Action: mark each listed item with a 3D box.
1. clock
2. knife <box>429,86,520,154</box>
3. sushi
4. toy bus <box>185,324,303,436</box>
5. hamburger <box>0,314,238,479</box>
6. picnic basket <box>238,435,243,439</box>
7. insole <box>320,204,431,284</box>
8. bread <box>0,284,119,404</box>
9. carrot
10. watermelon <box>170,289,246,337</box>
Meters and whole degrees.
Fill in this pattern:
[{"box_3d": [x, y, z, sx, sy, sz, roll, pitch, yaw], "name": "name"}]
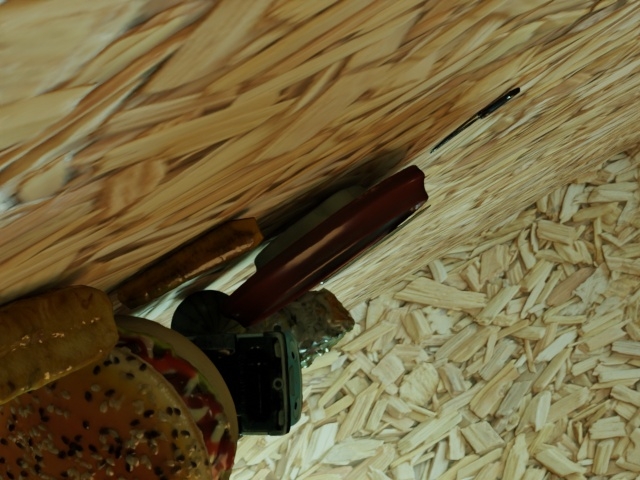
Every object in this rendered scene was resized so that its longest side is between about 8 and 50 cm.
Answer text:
[{"box_3d": [0.000, 0.000, 1.352, 0.318, 0.080, 0.318, -35, 175, -4], "name": "clock"}, {"box_3d": [0.202, -0.156, 1.392, 0.023, 0.010, 0.170, -24, 171, -46], "name": "knife"}, {"box_3d": [-0.064, 0.203, 2.162, 0.274, 0.139, 0.184, -44, 164, 34], "name": "sushi"}, {"box_3d": [-0.148, 0.177, 1.305, 0.271, 0.133, 0.165, -4, 176, 17], "name": "toy bus"}, {"box_3d": [-0.235, 0.219, 1.144, 0.300, 0.300, 0.176, -34, -176, 23], "name": "hamburger"}, {"box_3d": [-0.206, 0.304, 2.031, 0.165, 0.139, 0.266, -34, -172, -22], "name": "picnic basket"}, {"box_3d": [0.076, 0.006, 1.438, 0.188, 0.004, 0.064, -36, 174, 9], "name": "insole"}, {"box_3d": [-0.285, 0.106, 0.940, 0.114, 0.083, 0.211, -31, 174, 42], "name": "bread"}, {"box_3d": [-0.142, 0.024, 1.135, 0.170, 0.042, 0.042, -29, 172, 0], "name": "carrot"}, {"box_3d": [-0.156, 0.120, 1.451, 0.105, 0.105, 0.133, -30, -172, -8], "name": "watermelon"}]
